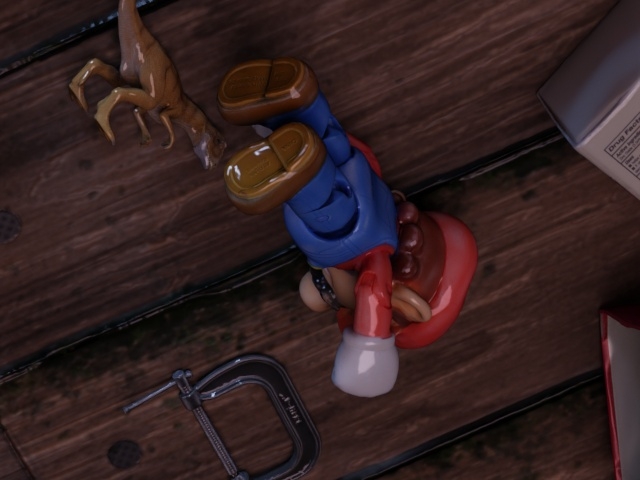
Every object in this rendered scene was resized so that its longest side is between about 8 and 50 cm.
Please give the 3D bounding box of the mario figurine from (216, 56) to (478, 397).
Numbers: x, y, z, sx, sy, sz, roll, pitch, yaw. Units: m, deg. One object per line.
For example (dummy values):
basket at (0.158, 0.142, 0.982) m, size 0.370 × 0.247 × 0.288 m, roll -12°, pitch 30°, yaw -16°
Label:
mario figurine at (0.000, 0.000, 1.521) m, size 0.198 × 0.170 × 0.320 m, roll -62°, pitch 141°, yaw -18°

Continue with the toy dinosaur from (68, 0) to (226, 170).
toy dinosaur at (-0.145, -0.141, 1.504) m, size 0.112 × 0.064 × 0.211 m, roll -34°, pitch 128°, yaw -14°

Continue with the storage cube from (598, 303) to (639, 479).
storage cube at (0.367, 0.150, 1.640) m, size 0.193 × 0.183 × 0.215 m, roll -8°, pitch 96°, yaw -7°

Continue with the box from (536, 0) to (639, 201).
box at (0.322, -0.089, 1.573) m, size 0.232 × 0.127 × 0.148 m, roll 37°, pitch 104°, yaw -24°

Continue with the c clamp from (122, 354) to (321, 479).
c clamp at (-0.078, 0.168, 1.680) m, size 0.137 × 0.022 × 0.161 m, roll -33°, pitch 115°, yaw 0°
